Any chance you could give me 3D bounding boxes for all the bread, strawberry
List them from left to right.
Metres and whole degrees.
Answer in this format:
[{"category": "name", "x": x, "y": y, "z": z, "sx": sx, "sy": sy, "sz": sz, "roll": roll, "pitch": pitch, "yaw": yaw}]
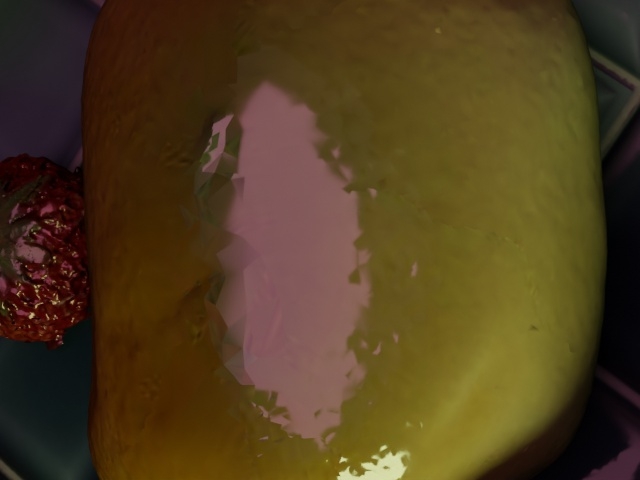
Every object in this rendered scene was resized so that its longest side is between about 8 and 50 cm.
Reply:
[{"category": "strawberry", "x": -0.221, "y": 0.006, "z": 1.184, "sx": 0.145, "sy": 0.086, "sz": 0.145, "roll": -2, "pitch": 84, "yaw": 23}, {"category": "bread", "x": 0.000, "y": 0.000, "z": 0.996, "sx": 0.348, "sy": 0.253, "sz": 0.376, "roll": 0, "pitch": 88, "yaw": 21}]
